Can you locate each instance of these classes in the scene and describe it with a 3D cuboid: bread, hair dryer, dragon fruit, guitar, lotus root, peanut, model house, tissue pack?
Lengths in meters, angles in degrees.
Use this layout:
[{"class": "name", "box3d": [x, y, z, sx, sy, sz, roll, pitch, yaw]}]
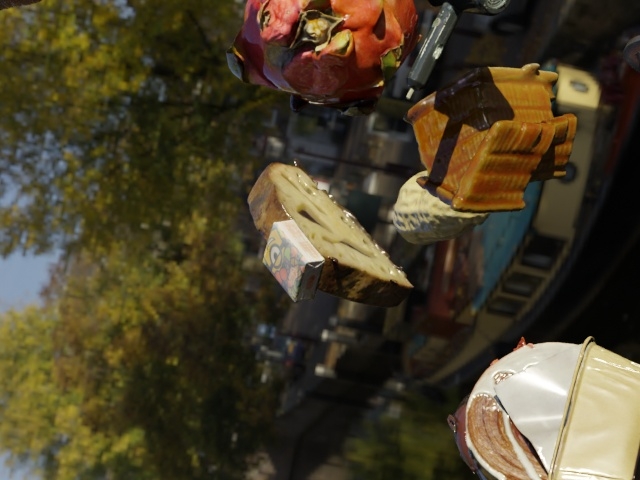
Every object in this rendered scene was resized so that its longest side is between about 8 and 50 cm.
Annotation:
[{"class": "bread", "box3d": [0.270, 0.221, 1.260, 0.224, 0.211, 0.142, -66, -33, -32]}, {"class": "hair dryer", "box3d": [0.180, -0.300, 1.607, 0.124, 0.071, 0.219, 28, 90, 53]}, {"class": "dragon fruit", "box3d": [-0.009, -0.321, 1.753, 0.226, 0.305, 0.305, -59, -10, -40]}, {"class": "guitar", "box3d": [0.648, -0.391, 2.038, 0.025, 0.088, 0.233, -54, 0, -42]}, {"class": "lotus root", "box3d": [0.000, 0.000, 1.564, 0.074, 0.261, 0.170, -49, -16, 24]}, {"class": "peanut", "box3d": [0.244, -0.072, 2.254, 0.313, 0.152, 0.152, 170, 112, -71]}, {"class": "model house", "box3d": [0.277, -0.146, 1.778, 0.219, 0.199, 0.229, -35, 57, 52]}, {"class": "tissue pack", "box3d": [-0.031, 0.024, 1.307, 0.083, 0.035, 0.063, 50, 134, 39]}]

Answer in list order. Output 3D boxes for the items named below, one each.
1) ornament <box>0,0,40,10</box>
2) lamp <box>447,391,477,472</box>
[{"class": "ornament", "box3d": [-0.530, -0.470, 1.649, 0.235, 0.221, 0.217, 60, -177, 31]}, {"class": "lamp", "box3d": [0.324, 0.351, 2.057, 0.258, 0.180, 0.180, 35, -114, -83]}]
